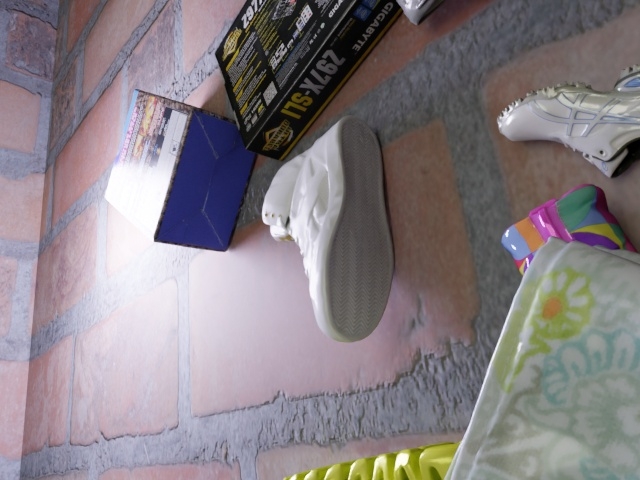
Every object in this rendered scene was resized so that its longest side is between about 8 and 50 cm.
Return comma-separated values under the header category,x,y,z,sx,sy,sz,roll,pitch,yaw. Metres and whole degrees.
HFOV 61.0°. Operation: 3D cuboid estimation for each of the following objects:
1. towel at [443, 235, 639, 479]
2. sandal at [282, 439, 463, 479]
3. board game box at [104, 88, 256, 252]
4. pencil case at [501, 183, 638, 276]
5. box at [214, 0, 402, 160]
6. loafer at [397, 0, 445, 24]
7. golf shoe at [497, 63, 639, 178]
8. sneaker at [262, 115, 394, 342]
category,x,y,z,sx,sy,sz,roll,pitch,yaw
towel,0.212,0.204,0.260,0.374,0.090,0.320,35,115,50
sandal,0.060,0.290,0.551,0.317,0.126,0.138,-31,63,43
board game box,-0.267,-0.137,1.018,0.291,0.141,0.232,29,103,49
pencil case,0.231,0.069,0.417,0.104,0.104,0.236,-45,49,34
box,-0.037,-0.325,0.845,0.322,0.079,0.257,-46,48,33
loafer,0.204,-0.336,0.557,0.320,0.112,0.111,-15,105,46
golf shoe,0.237,-0.096,0.478,0.176,0.069,0.085,-2,85,50
sneaker,0.000,0.000,0.710,0.169,0.108,0.292,-25,53,46
